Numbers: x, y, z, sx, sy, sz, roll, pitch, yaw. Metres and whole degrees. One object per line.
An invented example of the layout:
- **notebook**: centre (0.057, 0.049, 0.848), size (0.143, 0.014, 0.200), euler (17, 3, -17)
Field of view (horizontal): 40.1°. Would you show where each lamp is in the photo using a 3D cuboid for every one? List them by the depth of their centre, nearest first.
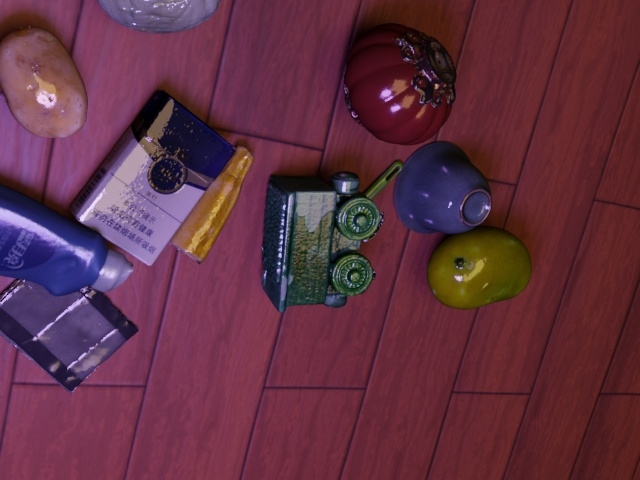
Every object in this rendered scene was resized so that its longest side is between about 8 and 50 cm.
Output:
- **lamp**: centre (0.138, -0.280, 1.597), size (0.227, 0.227, 0.227), euler (-10, 113, -26)

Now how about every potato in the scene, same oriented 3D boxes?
- **potato**: centre (-0.428, -0.239, 1.345), size (0.118, 0.109, 0.178), euler (-20, 113, 3)

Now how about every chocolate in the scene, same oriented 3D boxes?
- **chocolate**: centre (-0.186, -0.068, 1.563), size (0.085, 0.085, 0.219), euler (35, 84, -34)

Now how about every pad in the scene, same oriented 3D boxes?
- **pad**: centre (-0.450, 0.145, 1.528), size (0.174, 0.022, 0.233), euler (-43, 124, -9)

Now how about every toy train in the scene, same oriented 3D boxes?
- **toy train**: centre (0.000, 0.000, 1.645), size (0.202, 0.145, 0.266), euler (-1, 108, -19)

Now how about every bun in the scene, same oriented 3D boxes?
- **bun**: centre (-0.246, -0.407, 1.350), size (0.221, 0.108, 0.221), euler (-15, 143, -11)

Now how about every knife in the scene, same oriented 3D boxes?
- **knife**: centre (0.095, -0.076, 1.756), size (0.212, 0.015, 0.054), euler (-47, 124, -7)

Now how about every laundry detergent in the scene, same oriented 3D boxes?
- **laundry detergent**: centre (-0.446, 0.015, 1.407), size (0.290, 0.094, 0.143), euler (25, 113, -24)

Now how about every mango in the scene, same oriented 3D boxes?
- **mango**: centre (0.342, 0.053, 1.858), size (0.273, 0.149, 0.185), euler (-8, 130, -34)

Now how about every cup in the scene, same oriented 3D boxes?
- **cup**: centre (0.270, -0.086, 1.770), size (0.199, 0.150, 0.199), euler (-11, 114, -26)

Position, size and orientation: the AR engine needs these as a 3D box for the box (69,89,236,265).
- **box**: centre (-0.283, -0.105, 1.498), size (0.168, 0.071, 0.259), euler (37, 89, -34)
